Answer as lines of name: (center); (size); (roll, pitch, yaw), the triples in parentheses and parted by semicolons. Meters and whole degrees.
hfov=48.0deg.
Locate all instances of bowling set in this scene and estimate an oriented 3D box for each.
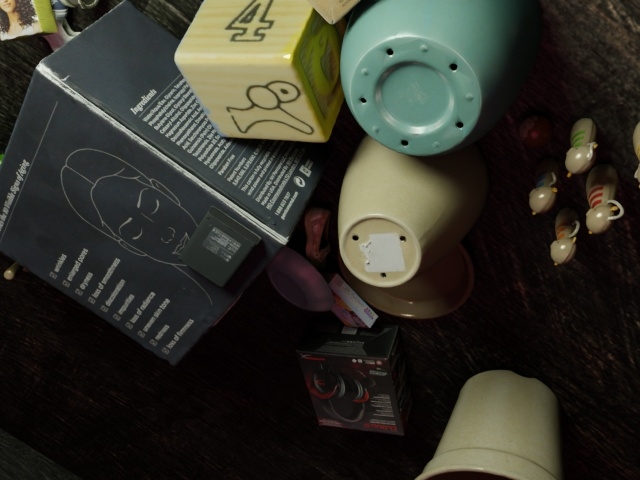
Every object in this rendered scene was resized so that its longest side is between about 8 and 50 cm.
bowling set: (0.390, -0.099, 1.142); (0.200, 0.154, 0.287); (27, 133, 0)

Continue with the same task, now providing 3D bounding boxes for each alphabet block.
alphabet block: (-0.076, -0.283, 1.122); (0.197, 0.193, 0.192); (7, 152, 22)

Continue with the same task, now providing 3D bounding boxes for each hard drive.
hard drive: (-0.167, 0.014, 1.173); (0.094, 0.022, 0.135); (34, 132, -8)

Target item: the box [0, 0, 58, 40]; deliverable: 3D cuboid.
box: (-0.527, -0.466, 1.228); (0.088, 0.058, 0.232); (-8, 103, 14)

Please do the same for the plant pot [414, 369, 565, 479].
plant pot: (0.380, 0.458, 1.518); (0.334, 0.305, 0.333); (12, 131, 14)

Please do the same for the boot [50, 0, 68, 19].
boot: (-0.539, -0.474, 1.294); (0.190, 0.069, 0.086); (21, 122, 0)

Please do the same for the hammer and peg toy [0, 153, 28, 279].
hammer and peg toy: (-0.703, -0.079, 1.570); (0.361, 0.127, 0.266); (59, 171, -26)

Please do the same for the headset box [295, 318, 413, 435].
headset box: (0.088, 0.328, 1.668); (0.218, 0.110, 0.293); (2, 129, 21)

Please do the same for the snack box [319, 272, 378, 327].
snack box: (0.045, 0.128, 1.541); (0.141, 0.037, 0.100); (47, 159, -18)

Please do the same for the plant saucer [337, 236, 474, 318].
plant saucer: (0.172, 0.046, 1.440); (0.278, 0.041, 0.277); (12, 133, 14)

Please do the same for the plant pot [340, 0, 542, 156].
plant pot: (0.160, -0.260, 1.049); (0.293, 0.235, 0.292); (13, 132, 14)

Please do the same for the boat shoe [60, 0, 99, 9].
boat shoe: (-0.365, -0.504, 1.154); (0.091, 0.109, 0.305); (27, 130, 7)

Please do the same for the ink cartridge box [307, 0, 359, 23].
ink cartridge box: (0.086, -0.427, 0.965); (0.088, 0.193, 0.235); (42, 133, -17)

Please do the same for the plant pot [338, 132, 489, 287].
plant pot: (0.134, -0.045, 1.187); (0.257, 0.274, 0.256); (9, 120, 16)

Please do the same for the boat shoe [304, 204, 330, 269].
boat shoe: (0.001, -0.002, 1.464); (0.048, 0.056, 0.152); (11, 125, 21)

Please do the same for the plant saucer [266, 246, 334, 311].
plant saucer: (-0.058, 0.091, 1.528); (0.195, 0.037, 0.195); (34, 152, 20)

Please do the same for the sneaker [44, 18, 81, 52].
sneaker: (-0.511, -0.407, 1.343); (0.152, 0.053, 0.061); (35, 127, -21)

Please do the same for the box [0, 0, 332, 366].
box: (-0.320, -0.086, 1.361); (0.472, 0.297, 0.480); (35, 132, -10)
